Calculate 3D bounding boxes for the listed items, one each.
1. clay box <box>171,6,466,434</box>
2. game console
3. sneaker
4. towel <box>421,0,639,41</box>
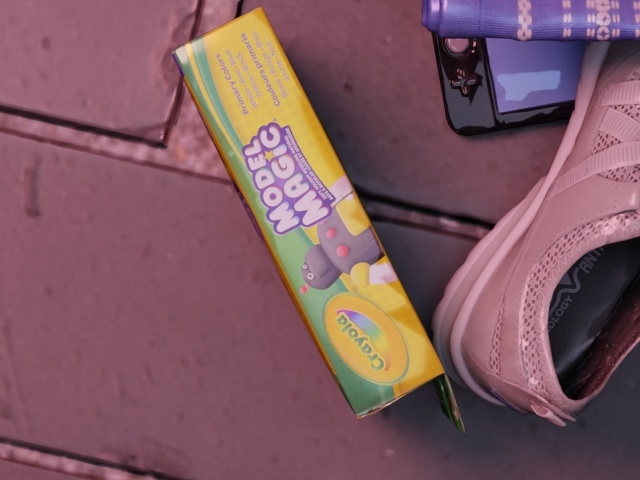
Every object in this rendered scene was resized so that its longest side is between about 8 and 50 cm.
[{"bbox_3d":[0.000,0.000,0.964,0.053,0.127,0.222,-26,91,-1],"label":"clay box"},{"bbox_3d":[0.119,-0.115,0.994,0.122,0.071,0.107,-10,91,-1],"label":"game console"},{"bbox_3d":[0.171,-0.026,0.964,0.105,0.115,0.281,27,96,-27],"label":"sneaker"},{"bbox_3d":[0.204,-0.201,0.953,0.336,0.040,0.243,-2,58,-2],"label":"towel"}]
